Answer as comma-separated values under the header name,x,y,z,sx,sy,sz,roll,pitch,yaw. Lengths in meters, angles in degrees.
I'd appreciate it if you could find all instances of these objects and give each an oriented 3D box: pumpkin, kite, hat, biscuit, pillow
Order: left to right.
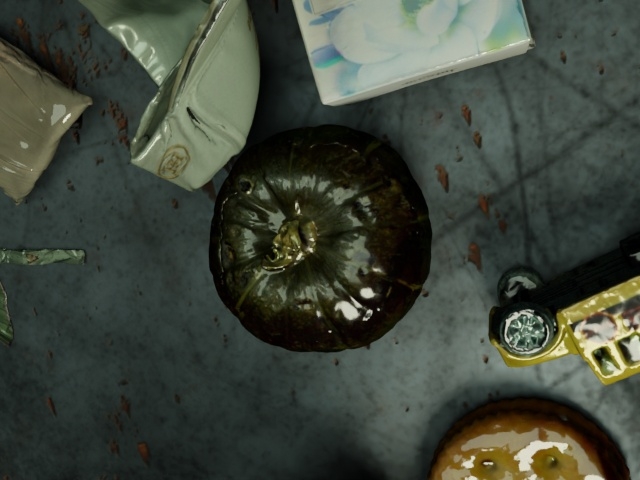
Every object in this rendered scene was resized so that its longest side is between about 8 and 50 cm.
name,x,y,z,sx,sy,sz,roll,pitch,yaw
pillow,-0.403,-0.163,0.991,0.270,0.067,0.173,35,111,8
kite,-0.401,0.020,1.052,0.250,0.012,0.229,-5,99,14
hat,-0.104,-0.218,0.823,0.301,0.168,0.258,-47,55,31
pumpkin,-0.001,0.001,0.864,0.237,0.159,0.238,3,101,16
biscuit,0.216,0.275,0.901,0.220,0.066,0.221,2,99,14

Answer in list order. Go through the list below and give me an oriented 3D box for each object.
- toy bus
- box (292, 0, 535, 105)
name,x,y,z,sx,sy,sz,roll,pitch,yaw
toy bus,0.326,0.040,0.807,0.335,0.121,0.123,-27,99,16
box,0.071,-0.288,0.818,0.203,0.116,0.274,-14,96,17
